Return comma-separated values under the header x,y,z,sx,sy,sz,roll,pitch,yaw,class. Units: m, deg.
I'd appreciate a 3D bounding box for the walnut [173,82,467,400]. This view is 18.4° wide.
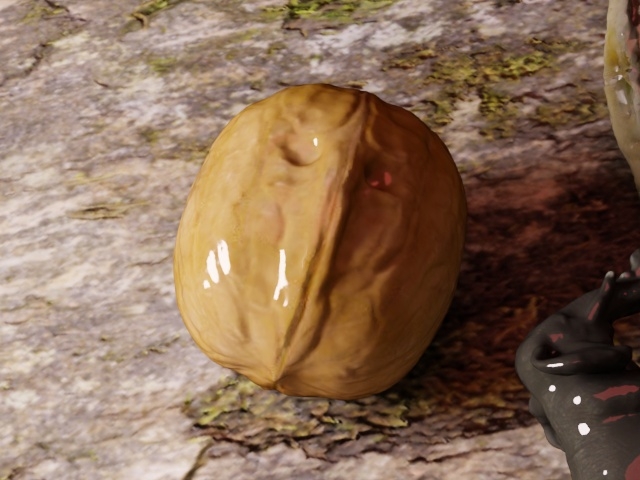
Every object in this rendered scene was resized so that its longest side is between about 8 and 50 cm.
x,y,z,sx,sy,sz,roll,pitch,yaw,class
0.000,0.000,1.324,0.193,0.193,0.225,9,48,21,walnut

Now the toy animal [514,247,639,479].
x,y,z,sx,sy,sz,roll,pitch,yaw,class
0.208,0.108,1.214,0.146,0.114,0.245,-15,44,-3,toy animal

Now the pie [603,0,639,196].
x,y,z,sx,sy,sz,roll,pitch,yaw,class
0.361,-0.127,1.384,0.338,0.075,0.337,-2,75,9,pie
